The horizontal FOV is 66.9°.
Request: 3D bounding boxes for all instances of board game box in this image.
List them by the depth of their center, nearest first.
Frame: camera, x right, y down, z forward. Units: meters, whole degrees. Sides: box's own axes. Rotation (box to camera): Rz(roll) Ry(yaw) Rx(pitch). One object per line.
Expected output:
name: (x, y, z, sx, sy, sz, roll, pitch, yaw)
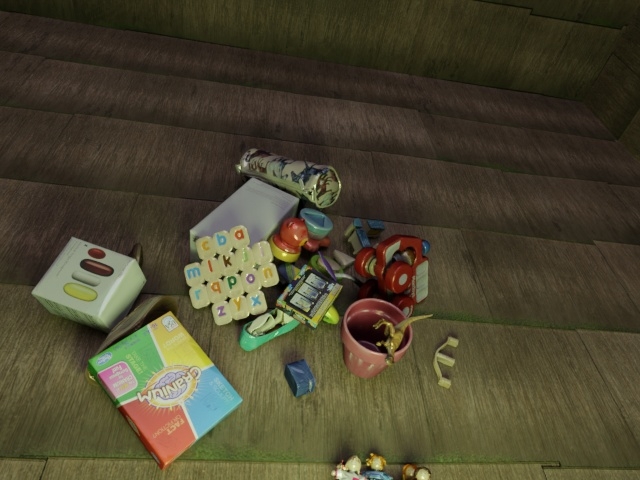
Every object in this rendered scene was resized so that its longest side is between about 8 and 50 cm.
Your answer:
board game box: (-0.392, 0.369, 1.236, 0.316, 0.064, 0.242, 46, 50, 13)
board game box: (-0.033, 0.171, 1.478, 0.141, 0.048, 0.170, 30, 49, 11)

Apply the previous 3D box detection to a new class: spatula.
spatula: (0.089, 0.124, 1.583, 0.296, 0.030, 0.084, 32, 24, -40)

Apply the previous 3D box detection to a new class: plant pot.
plant pot: (0.147, 0.301, 1.419, 0.201, 0.180, 0.201, 8, 42, -7)

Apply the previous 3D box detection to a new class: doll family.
doll family: (0.158, 0.604, 1.169, 0.262, 0.118, 0.163, 3, 46, 15)

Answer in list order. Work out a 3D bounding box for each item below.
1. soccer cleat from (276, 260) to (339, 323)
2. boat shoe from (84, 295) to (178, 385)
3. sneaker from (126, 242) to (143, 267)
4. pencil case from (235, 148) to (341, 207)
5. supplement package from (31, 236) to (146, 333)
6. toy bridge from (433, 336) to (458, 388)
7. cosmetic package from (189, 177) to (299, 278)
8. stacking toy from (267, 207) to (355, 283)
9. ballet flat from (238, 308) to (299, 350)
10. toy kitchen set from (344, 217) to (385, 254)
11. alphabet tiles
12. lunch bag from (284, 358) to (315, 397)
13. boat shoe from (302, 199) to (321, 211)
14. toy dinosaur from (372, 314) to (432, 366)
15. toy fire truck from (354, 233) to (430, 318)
soccer cleat: (-0.033, 0.156, 1.581, 0.121, 0.093, 0.289, -40, 60, -22)
boat shoe: (-0.530, 0.270, 1.344, 0.098, 0.109, 0.302, 0, 41, 42)
sneaker: (-0.610, 0.078, 1.542, 0.071, 0.066, 0.188, 1, 43, -13)
pencil case: (-0.131, -0.246, 1.881, 0.410, 0.160, 0.183, 18, 17, 30)
supplement package: (-0.648, 0.131, 1.379, 0.203, 0.149, 0.194, 18, 60, 5)
toy bridge: (0.390, 0.373, 1.522, 0.063, 0.026, 0.188, 20, 42, 9)
cosmetic package: (-0.259, -0.040, 1.700, 0.217, 0.156, 0.385, 27, 45, 14)
stacking toy: (0.000, 0.000, 1.666, 0.279, 0.130, 0.309, 34, 27, 8)
ballet flat: (-0.139, 0.247, 1.471, 0.247, 0.087, 0.083, -28, 56, -37)
toy kitchen set: (0.208, 0.005, 1.792, 0.166, 0.122, 0.207, 3, 54, -39)
alphabet tiles: (-0.274, 0.106, 1.489, 0.283, 0.021, 0.278, -18, 83, 6)
lunch bag: (-0.053, 0.386, 1.358, 0.065, 0.067, 0.098, -13, 50, -26)
boat shoe: (-0.054, -0.224, 1.994, 0.084, 0.095, 0.258, 2, 42, -19)
toy dinosaur: (0.206, 0.252, 1.322, 0.112, 0.064, 0.211, 40, 55, 1)
toy fire truck: (0.261, 0.110, 1.581, 0.253, 0.302, 0.169, -28, 35, -33)
